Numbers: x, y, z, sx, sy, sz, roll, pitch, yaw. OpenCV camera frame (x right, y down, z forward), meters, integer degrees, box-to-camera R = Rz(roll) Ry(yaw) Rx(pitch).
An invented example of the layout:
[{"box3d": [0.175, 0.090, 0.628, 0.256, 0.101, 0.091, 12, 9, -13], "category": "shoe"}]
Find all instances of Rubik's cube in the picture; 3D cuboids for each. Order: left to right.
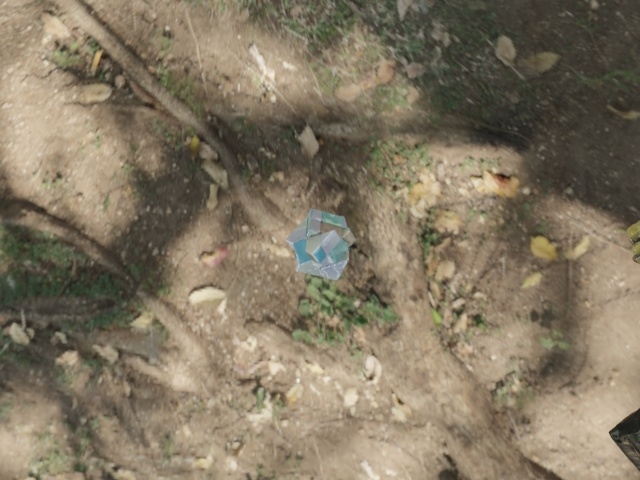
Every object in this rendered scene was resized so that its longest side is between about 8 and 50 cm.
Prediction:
[{"box3d": [0.002, 0.002, 1.062, 0.084, 0.075, 0.073, 2, 141, -26], "category": "Rubik's cube"}]

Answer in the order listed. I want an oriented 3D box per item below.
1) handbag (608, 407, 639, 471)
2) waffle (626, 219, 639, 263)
[{"box3d": [0.456, 0.308, 0.951, 0.080, 0.223, 0.247, -42, 133, 7], "category": "handbag"}, {"box3d": [0.400, 0.004, 0.861, 0.148, 0.042, 0.102, 22, 134, -33], "category": "waffle"}]
